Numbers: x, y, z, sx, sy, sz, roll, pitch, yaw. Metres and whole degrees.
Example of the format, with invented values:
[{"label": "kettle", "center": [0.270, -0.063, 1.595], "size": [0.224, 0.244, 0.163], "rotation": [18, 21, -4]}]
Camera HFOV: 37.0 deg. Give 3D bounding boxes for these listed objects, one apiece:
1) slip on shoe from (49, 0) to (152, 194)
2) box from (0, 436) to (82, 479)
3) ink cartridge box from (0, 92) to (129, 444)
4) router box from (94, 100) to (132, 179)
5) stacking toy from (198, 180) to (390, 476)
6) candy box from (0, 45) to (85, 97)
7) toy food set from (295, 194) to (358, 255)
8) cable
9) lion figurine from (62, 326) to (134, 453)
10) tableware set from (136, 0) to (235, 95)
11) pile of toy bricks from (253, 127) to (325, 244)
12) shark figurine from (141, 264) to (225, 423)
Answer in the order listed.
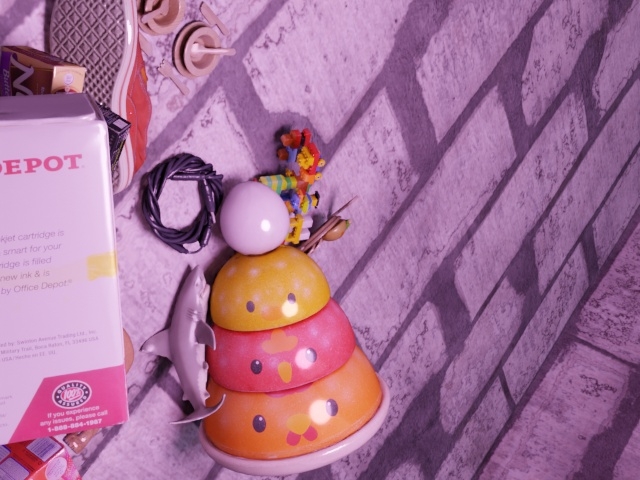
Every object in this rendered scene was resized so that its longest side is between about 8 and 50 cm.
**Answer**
[{"label": "slip on shoe", "center": [-0.283, -0.223, 1.276], "size": [0.101, 0.123, 0.331], "rotation": [-54, 152, -54]}, {"label": "box", "center": [-0.434, 0.289, 1.235], "size": [0.128, 0.257, 0.122], "rotation": [-42, 138, -33]}, {"label": "ink cartridge box", "center": [-0.381, 0.032, 1.105], "size": [0.279, 0.160, 0.384], "rotation": [-6, 112, -18]}, {"label": "router box", "center": [-0.311, -0.124, 1.258], "size": [0.122, 0.092, 0.038], "rotation": [-60, 177, 35]}, {"label": "stacking toy", "center": [-0.089, 0.129, 1.655], "size": [0.351, 0.351, 0.479], "rotation": [-32, 117, -41]}, {"label": "candy box", "center": [-0.361, -0.141, 1.205], "size": [0.053, 0.109, 0.186], "rotation": [-10, 119, -51]}, {"label": "toy food set", "center": [0.000, 0.000, 1.810], "size": [0.192, 0.038, 0.132], "rotation": [-43, -177, -31]}, {"label": "cable", "center": [-0.214, -0.063, 1.521], "size": [0.150, 0.047, 0.184], "rotation": [-60, 146, -10]}, {"label": "lion figurine", "center": [-0.356, 0.124, 1.367], "size": [0.240, 0.142, 0.392], "rotation": [-48, 149, -23]}, {"label": "tableware set", "center": [-0.200, -0.306, 1.395], "size": [0.128, 0.039, 0.194], "rotation": [-59, 147, -11]}, {"label": "pile of toy bricks", "center": [-0.068, -0.095, 1.679], "size": [0.105, 0.118, 0.212], "rotation": [-9, 138, -22]}, {"label": "shark figurine", "center": [-0.235, 0.197, 1.582], "size": [0.116, 0.278, 0.166], "rotation": [3, 147, -17]}]
